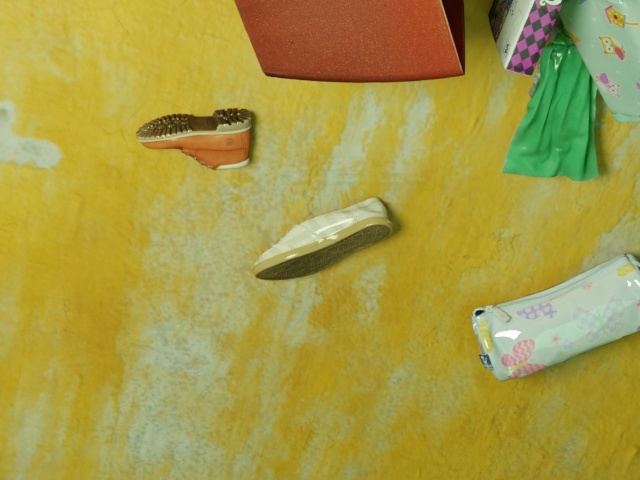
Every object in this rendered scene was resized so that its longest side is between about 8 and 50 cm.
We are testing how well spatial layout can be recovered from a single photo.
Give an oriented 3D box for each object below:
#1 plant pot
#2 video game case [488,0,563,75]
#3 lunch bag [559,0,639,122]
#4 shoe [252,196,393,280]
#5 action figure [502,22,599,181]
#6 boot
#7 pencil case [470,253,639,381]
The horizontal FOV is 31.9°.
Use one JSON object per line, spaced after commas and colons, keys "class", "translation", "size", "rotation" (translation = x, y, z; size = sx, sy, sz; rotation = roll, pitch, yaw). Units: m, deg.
{"class": "plant pot", "translation": [0.023, -0.334, 1.329], "size": [0.236, 0.267, 0.267], "rotation": [-14, 121, 16]}
{"class": "video game case", "translation": [0.270, -0.341, 1.359], "size": [0.042, 0.210, 0.232], "rotation": [16, 117, -7]}
{"class": "lunch bag", "translation": [0.449, -0.309, 1.422], "size": [0.262, 0.160, 0.223], "rotation": [-46, 118, -17]}
{"class": "shoe", "translation": [0.000, 0.000, 1.632], "size": [0.219, 0.058, 0.076], "rotation": [-22, 151, 12]}
{"class": "action figure", "translation": [0.329, -0.195, 1.535], "size": [0.137, 0.063, 0.232], "rotation": [0, 124, -3]}
{"class": "boot", "translation": [-0.171, -0.129, 1.536], "size": [0.158, 0.059, 0.084], "rotation": [-4, 126, -4]}
{"class": "pencil case", "translation": [0.366, 0.115, 1.694], "size": [0.273, 0.113, 0.124], "rotation": [-21, 100, 8]}
